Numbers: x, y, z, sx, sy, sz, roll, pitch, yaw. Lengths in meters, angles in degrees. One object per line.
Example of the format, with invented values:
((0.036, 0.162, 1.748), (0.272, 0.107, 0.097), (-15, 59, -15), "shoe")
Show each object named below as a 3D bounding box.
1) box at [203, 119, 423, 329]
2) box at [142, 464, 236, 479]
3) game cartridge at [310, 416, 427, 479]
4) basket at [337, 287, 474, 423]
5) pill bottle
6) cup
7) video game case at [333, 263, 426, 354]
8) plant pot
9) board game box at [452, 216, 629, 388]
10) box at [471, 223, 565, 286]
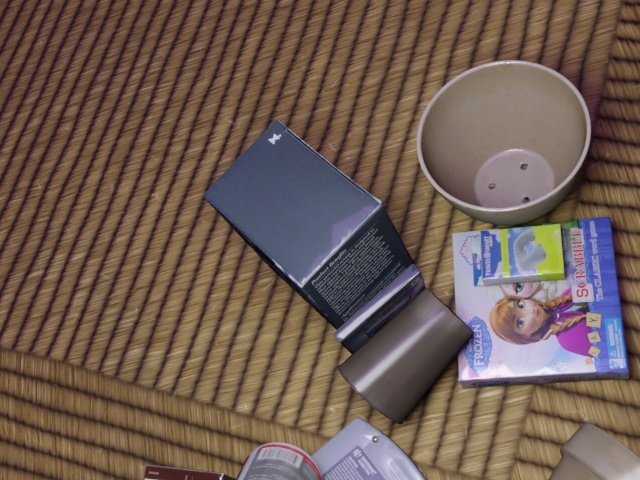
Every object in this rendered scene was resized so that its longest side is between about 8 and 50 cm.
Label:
((0.000, 0.000, 1.821), (0.212, 0.395, 0.293), (-46, 61, -5), "box")
((-0.239, 0.539, 1.770), (0.167, 0.203, 0.169), (1, 67, 19), "box")
((0.109, 0.496, 1.759), (0.196, 0.060, 0.294), (-41, 61, 2), "game cartridge")
((0.171, 0.214, 1.757), (0.227, 0.204, 0.154), (-48, 55, 4), "basket")
((-0.101, 0.505, 1.639), (0.161, 0.161, 0.283), (-5, 21, 16), "pill bottle")
((0.381, -0.160, 1.854), (0.331, 0.237, 0.331), (-8, 65, 16), "cup")
((0.126, 0.148, 1.781), (0.196, 0.274, 0.026), (-41, 71, -2), "video game case")
((0.443, 0.500, 1.449), (0.280, 0.323, 0.323), (-43, 61, -6), "plant pot")
((0.426, 0.123, 1.809), (0.317, 0.066, 0.319), (-7, 65, 16), "board game box")
((0.385, 0.029, 1.803), (0.178, 0.042, 0.109), (-6, 64, 16), "box")
